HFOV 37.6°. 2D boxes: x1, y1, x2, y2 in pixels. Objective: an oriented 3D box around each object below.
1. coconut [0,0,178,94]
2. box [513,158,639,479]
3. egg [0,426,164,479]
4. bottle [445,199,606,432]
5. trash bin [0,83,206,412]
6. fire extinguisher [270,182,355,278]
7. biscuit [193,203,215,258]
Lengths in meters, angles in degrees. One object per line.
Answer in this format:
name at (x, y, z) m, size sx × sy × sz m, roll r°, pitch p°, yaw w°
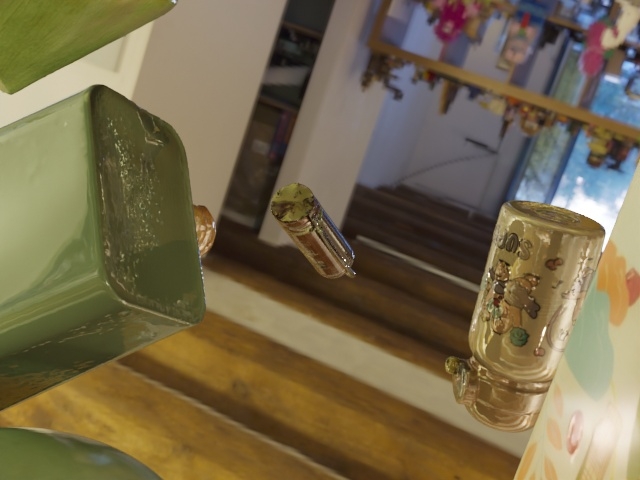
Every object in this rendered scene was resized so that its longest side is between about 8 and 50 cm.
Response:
coconut at (-0.184, -0.206, 0.576) m, size 0.204 × 0.236 × 0.236 m, roll 5°, pitch -164°, yaw -18°
box at (0.197, 0.147, 0.390) m, size 0.122 × 0.386 × 0.344 m, roll 13°, pitch -160°, yaw -8°
egg at (-0.265, 0.290, 0.756) m, size 0.276 × 0.276 × 0.388 m, roll 29°, pitch -169°, yaw 40°
bottle at (0.183, 0.074, 0.867) m, size 0.110 × 0.209 × 0.097 m, roll 10°, pitch -165°, yaw -9°
trash bin at (-0.283, 0.026, 0.852) m, size 0.343 × 0.223 × 0.158 m, roll -21°, pitch 155°, yaw 22°
fire extinguisher at (0.000, 0.000, 0.906) m, size 0.064 × 0.043 × 0.158 m, roll 36°, pitch 172°, yaw 31°
biscuit at (-0.198, 0.016, 1.228) m, size 0.118 × 0.183 × 0.061 m, roll -4°, pitch -119°, yaw -59°
